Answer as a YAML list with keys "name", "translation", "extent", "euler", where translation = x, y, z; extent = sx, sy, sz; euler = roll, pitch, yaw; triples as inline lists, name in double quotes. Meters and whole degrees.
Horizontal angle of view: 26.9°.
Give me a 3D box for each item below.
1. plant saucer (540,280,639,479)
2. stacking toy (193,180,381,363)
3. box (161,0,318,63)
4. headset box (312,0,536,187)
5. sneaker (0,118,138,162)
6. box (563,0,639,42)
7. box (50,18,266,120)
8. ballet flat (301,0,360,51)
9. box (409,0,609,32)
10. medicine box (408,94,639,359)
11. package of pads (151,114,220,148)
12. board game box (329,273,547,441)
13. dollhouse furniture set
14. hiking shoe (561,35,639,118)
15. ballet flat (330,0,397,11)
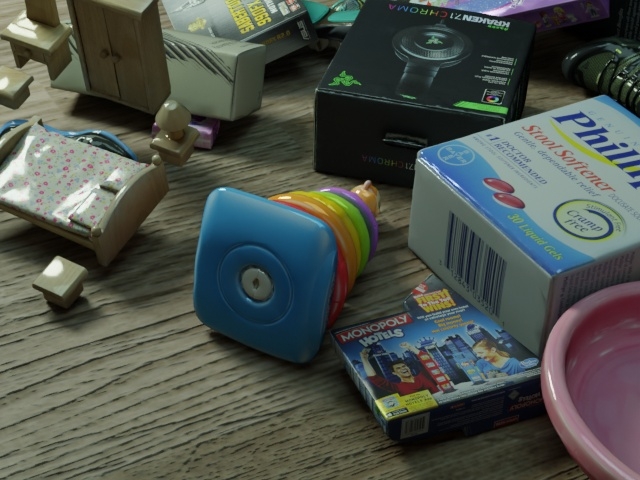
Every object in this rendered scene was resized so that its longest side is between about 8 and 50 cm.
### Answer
- name: "plant saucer"
  translation: [0.375, 0.177, 1.321]
  extent: [0.332, 0.084, 0.332]
  euler: [7, 41, -6]
- name: "stacking toy"
  translation: [0.000, 0.000, 1.527]
  extent: [0.166, 0.175, 0.302]
  euler: [20, 26, 21]
- name: "box"
  translation: [-0.124, -0.330, 1.958]
  extent: [0.183, 0.056, 0.231]
  euler: [-24, 41, -1]
- name: "headset box"
  translation: [0.138, -0.187, 1.771]
  extent: [0.246, 0.131, 0.283]
  euler: [11, 38, 12]
- name: "sneaker"
  translation: [-0.322, -0.102, 1.699]
  extent: [0.188, 0.067, 0.078]
  euler: [8, 59, 5]
- name: "box"
  translation: [0.558, -0.395, 2.026]
  extent: [0.296, 0.183, 0.294]
  euler: [-26, 44, -31]
- name: "box"
  translation: [-0.220, -0.235, 1.811]
  extent: [0.275, 0.094, 0.113]
  euler: [11, 18, 16]
- name: "ballet flat"
  translation: [0.013, -0.308, 1.968]
  extent: [0.203, 0.074, 0.074]
  euler: [13, 36, 35]
- name: "box"
  translation: [0.273, -0.390, 1.956]
  extent: [0.293, 0.057, 0.201]
  euler: [-8, 59, 27]
- name: "medicine box"
  translation: [0.292, -0.017, 1.541]
  extent: [0.289, 0.149, 0.263]
  euler: [-19, 42, -25]
- name: "package of pads"
  translation: [-0.178, -0.150, 1.784]
  extent: [0.083, 0.032, 0.050]
  euler: [8, 37, 7]
- name: "board game box"
  translation: [0.115, 0.123, 1.419]
  extent: [0.194, 0.060, 0.194]
  euler: [-12, 38, -19]
- name: "dollhouse furniture set"
  translation: [-0.333, -0.144, 1.577]
  extent: [0.303, 0.174, 0.355]
  euler: [21, 54, 18]
- name: "hiking shoe"
  translation: [0.445, -0.217, 1.867]
  extent: [0.227, 0.086, 0.114]
  euler: [13, 35, 13]
- name: "ballet flat"
  translation: [0.081, -0.361, 2.067]
  extent: [0.070, 0.070, 0.188]
  euler: [24, 44, 25]
